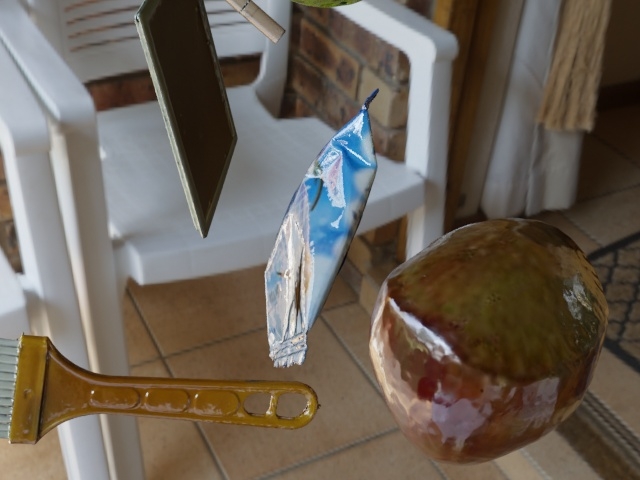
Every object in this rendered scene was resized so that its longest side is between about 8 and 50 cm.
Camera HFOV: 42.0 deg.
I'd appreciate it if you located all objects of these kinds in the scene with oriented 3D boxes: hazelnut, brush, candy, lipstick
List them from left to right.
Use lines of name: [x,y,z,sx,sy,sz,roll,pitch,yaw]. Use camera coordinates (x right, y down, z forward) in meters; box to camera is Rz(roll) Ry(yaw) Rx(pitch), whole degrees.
brush: [-0.149,0.125,0.671,0.314,0.090,0.017,7,12,-17]
lipstick: [-0.075,-0.233,0.830,0.094,0.019,0.019,39,37,-10]
candy: [0.000,0.000,0.415,0.038,0.088,0.136,19,73,-13]
hazelnut: [0.269,0.170,1.361,0.352,0.421,0.421,14,37,22]

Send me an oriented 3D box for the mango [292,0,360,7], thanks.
mango: [-0.014,-0.271,0.731,0.178,0.119,0.100,7,0,-33]

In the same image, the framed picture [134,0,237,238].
framed picture: [-0.157,-0.185,1.013,0.019,0.296,0.232,-3,38,10]
